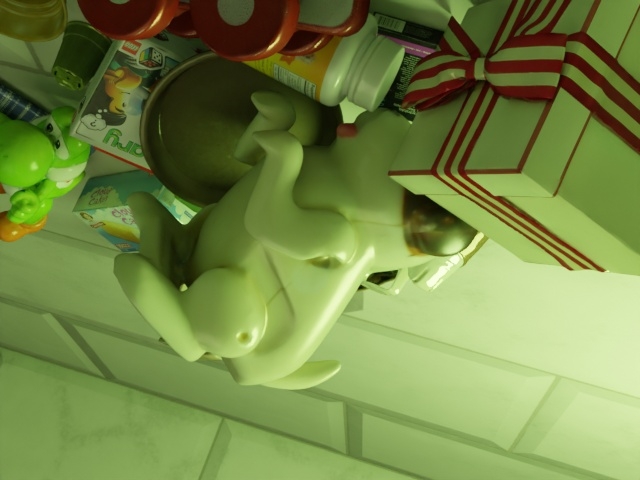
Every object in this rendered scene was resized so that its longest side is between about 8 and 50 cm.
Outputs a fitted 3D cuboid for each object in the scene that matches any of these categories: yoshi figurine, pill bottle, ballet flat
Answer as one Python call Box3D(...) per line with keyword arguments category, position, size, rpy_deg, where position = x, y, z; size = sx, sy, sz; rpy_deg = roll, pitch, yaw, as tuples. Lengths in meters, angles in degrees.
Box3D(category="yoshi figurine", position=(-0.530, -0.126, 1.401), size=(0.203, 0.203, 0.362), rpy_deg=(35, 144, -18))
Box3D(category="pill bottle", position=(-0.015, -0.235, 0.930), size=(0.215, 0.117, 0.117), rpy_deg=(28, 154, 7))
Box3D(category="ballet flat", position=(0.151, 0.032, 1.347), size=(0.116, 0.124, 0.342), rpy_deg=(36, 149, -29))

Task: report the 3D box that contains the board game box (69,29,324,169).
Box3D(category="board game box", position=(-0.174, -0.169, 1.135), size=(0.305, 0.053, 0.193), rpy_deg=(23, 127, -26))

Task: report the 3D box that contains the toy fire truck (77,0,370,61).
Box3D(category="toy fire truck", position=(-0.091, -0.315, 0.772), size=(0.302, 0.169, 0.254), rpy_deg=(14, 109, 17))

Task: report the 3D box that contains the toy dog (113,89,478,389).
Box3D(category="toy dog", position=(0.000, 0.000, 1.016), size=(0.408, 0.284, 0.395), rpy_deg=(-32, 107, 7))

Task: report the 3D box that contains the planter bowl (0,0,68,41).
Box3D(category="planter bowl", position=(-0.409, -0.365, 1.025), size=(0.217, 0.090, 0.217), rpy_deg=(16, 154, 8))

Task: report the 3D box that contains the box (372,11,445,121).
Box3D(category="box", position=(0.112, -0.213, 1.020), size=(0.116, 0.029, 0.162), rpy_deg=(18, 152, 7))

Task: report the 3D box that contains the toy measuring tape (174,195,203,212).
Box3D(category="toy measuring tape", position=(-0.157, -0.114, 1.299), size=(0.121, 0.121, 0.330), rpy_deg=(36, 149, -29))

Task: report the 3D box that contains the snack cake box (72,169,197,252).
Box3D(category="snack cake box", position=(-0.341, -0.058, 1.562), size=(0.264, 0.089, 0.152), rpy_deg=(-4, 145, 39))

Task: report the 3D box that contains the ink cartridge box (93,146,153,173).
Box3D(category="ink cartridge box", position=(-0.281, -0.201, 1.259), size=(0.134, 0.078, 0.231), rpy_deg=(24, 153, -8))

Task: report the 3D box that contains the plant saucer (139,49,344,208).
Box3D(category="plant saucer", position=(-0.107, -0.151, 1.096), size=(0.278, 0.041, 0.278), rpy_deg=(-5, 133, -5))

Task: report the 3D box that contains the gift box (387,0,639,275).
Box3D(category="gift box", position=(0.244, -0.137, 0.839), size=(0.258, 0.276, 0.255), rpy_deg=(29, 166, -26))

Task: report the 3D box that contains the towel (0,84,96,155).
Box3D(category="towel", position=(-0.603, -0.231, 1.490), size=(0.336, 0.040, 0.243), rpy_deg=(33, 149, -26))

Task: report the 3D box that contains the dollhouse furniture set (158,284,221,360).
Box3D(category="dollhouse furniture set", position=(-0.250, 0.115, 1.656), size=(0.161, 0.212, 0.242), rpy_deg=(-3, 153, 39))

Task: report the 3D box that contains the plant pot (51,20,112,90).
Box3D(category="plant pot", position=(-0.361, -0.269, 1.187), size=(0.083, 0.079, 0.083), rpy_deg=(17, 153, 9))
